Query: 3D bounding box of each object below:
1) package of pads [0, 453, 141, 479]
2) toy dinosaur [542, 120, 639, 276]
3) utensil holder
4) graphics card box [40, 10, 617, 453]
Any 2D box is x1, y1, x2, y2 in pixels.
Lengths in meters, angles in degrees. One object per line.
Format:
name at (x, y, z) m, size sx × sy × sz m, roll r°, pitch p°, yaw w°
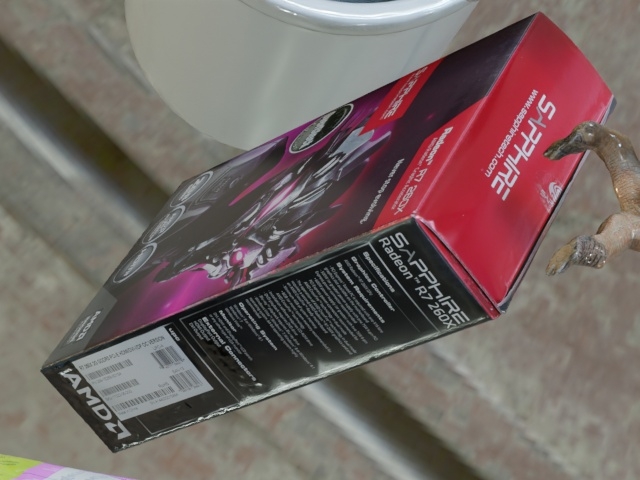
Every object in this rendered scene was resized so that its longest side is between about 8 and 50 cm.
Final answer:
package of pads at (-0.195, 0.249, 1.226) m, size 0.297 × 0.101 × 0.229 m, roll 6°, pitch 100°, yaw 25°
toy dinosaur at (0.233, 0.005, 1.078) m, size 0.200 × 0.295 × 0.127 m, roll 41°, pitch 108°, yaw -13°
utensil holder at (-0.009, -0.270, 1.701) m, size 0.328 × 0.327 × 0.385 m, roll 35°, pitch 161°, yaw 0°
graphics card box at (0.000, 0.000, 1.332) m, size 0.371 × 0.233 × 0.094 m, roll -24°, pitch 114°, yaw 42°
